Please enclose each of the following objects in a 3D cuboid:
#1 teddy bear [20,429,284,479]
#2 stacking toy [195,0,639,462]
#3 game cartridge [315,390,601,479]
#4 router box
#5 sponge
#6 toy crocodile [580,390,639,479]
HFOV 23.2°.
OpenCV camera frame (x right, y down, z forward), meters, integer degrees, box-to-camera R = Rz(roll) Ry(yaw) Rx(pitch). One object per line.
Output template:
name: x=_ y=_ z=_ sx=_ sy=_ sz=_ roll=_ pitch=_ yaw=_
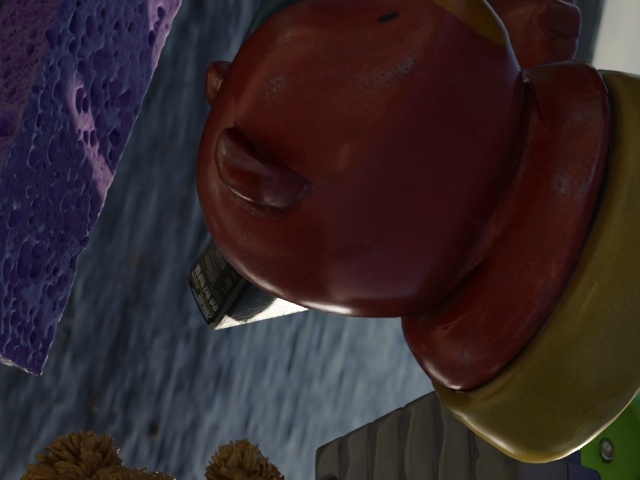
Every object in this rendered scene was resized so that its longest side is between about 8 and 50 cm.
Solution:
teddy bear: x=-0.092 y=0.235 z=1.052 sx=0.245 sy=0.338 sz=0.113 roll=-29 pitch=138 yaw=-32
stacking toy: x=0.043 y=-0.104 z=0.531 sx=0.279 sy=0.130 sz=0.309 roll=-65 pitch=-165 yaw=6
game cartridge: x=0.067 y=0.256 z=0.809 sx=0.230 sy=0.068 sz=0.355 roll=-32 pitch=-129 yaw=53
router box: x=0.000 y=0.000 z=0.845 sx=0.038 sy=0.122 sz=0.092 roll=62 pitch=-38 yaw=24
sponge: x=-0.119 y=-0.052 z=0.693 sx=0.117 sy=0.031 sz=0.210 roll=60 pitch=47 yaw=-70
toy crocodile: x=0.158 y=0.099 z=0.902 sx=0.340 sy=0.115 sz=0.105 roll=51 pitch=-54 yaw=51
